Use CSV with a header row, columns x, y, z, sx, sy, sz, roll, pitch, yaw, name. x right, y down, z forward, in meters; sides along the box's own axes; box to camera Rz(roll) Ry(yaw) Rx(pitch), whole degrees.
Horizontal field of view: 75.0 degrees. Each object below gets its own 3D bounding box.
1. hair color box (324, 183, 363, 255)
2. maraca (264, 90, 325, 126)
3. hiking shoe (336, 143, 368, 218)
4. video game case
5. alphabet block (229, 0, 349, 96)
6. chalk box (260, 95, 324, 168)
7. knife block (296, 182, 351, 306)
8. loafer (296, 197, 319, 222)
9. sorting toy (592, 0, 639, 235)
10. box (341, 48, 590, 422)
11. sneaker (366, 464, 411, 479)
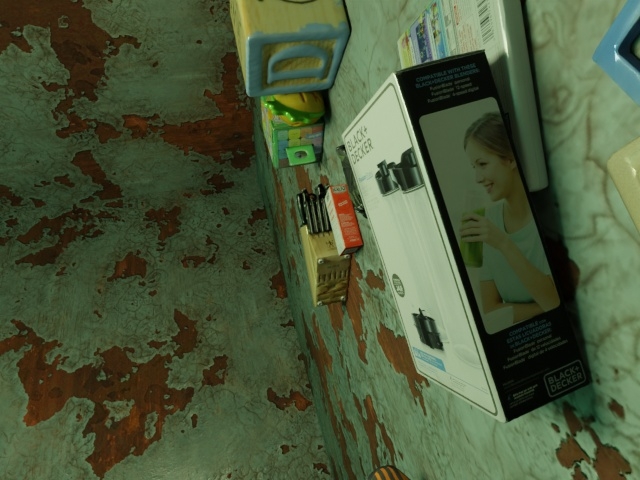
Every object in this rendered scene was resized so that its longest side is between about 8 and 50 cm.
x,y,z,sx,sy,sz,roll,pitch,yaw,name
0.049,-0.044,0.915,0.072,0.043,0.141,117,140,-71,hair color box
-0.054,-0.302,0.932,0.186,0.127,0.099,-64,-8,-56,maraca
0.090,-0.079,0.645,0.227,0.086,0.114,-108,0,-58,hiking shoe
0.143,-0.146,0.432,0.193,0.023,0.213,-178,77,-78,video game case
-0.069,-0.422,0.809,0.193,0.192,0.197,133,125,-73,alphabet block
-0.069,-0.278,1.069,0.132,0.132,0.213,95,160,-52,chalk box
0.000,0.000,1.082,0.276,0.088,0.242,91,165,-44,knife block
-0.030,-0.095,1.235,0.050,0.056,0.148,92,154,-42,loafer
0.213,0.004,0.162,0.196,0.047,0.348,112,146,-69,sorting toy
0.121,-0.003,0.408,0.169,0.087,0.290,170,83,-78,box
0.179,0.499,0.622,0.321,0.124,0.180,62,157,25,sneaker
